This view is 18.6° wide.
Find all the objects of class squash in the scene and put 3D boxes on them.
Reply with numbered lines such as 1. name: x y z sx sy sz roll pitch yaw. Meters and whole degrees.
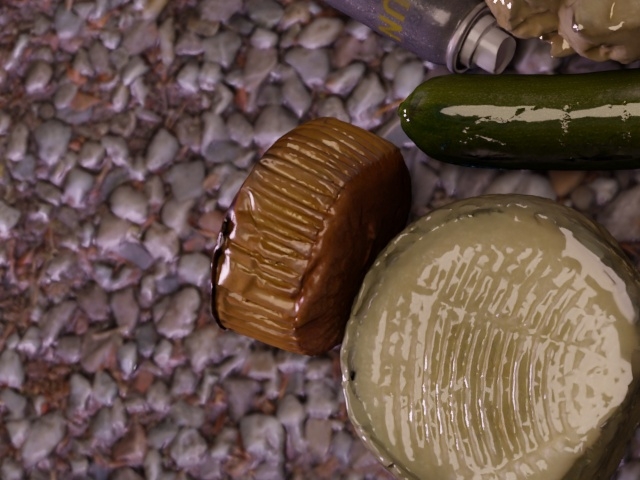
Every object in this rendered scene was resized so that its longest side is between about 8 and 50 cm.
1. squash: 0.225 -0.099 1.581 0.331 0.087 0.087 -2 79 18

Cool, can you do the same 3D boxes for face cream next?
1. face cream: 0.041 -0.223 1.668 0.283 0.073 0.073 32 90 20

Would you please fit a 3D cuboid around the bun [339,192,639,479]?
1. bun: 0.145 0.089 1.534 0.259 0.152 0.259 -3 81 22

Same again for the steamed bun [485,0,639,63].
1. steamed bun: 0.229 -0.256 1.574 0.295 0.137 0.292 -9 61 4

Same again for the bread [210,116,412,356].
1. bread: 0.000 -0.001 1.574 0.104 0.199 0.199 21 86 18
